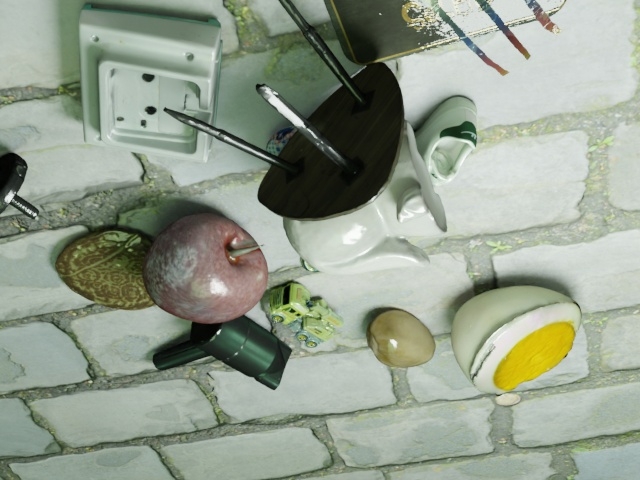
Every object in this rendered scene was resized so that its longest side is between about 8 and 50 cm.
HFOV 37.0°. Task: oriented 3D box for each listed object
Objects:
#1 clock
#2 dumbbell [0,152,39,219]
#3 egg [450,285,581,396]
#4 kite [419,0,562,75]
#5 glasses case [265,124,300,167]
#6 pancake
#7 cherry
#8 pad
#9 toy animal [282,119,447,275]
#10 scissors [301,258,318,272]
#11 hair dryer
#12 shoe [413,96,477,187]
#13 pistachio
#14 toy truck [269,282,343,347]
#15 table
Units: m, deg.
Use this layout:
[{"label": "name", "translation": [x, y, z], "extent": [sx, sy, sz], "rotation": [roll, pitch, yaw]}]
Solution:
[{"label": "clock", "translation": [-0.286, -0.245, 1.589], "extent": [0.231, 0.116, 0.262], "rotation": [6, 136, -6]}, {"label": "dumbbell", "translation": [-0.631, -0.133, 1.688], "extent": [0.143, 0.143, 0.325], "rotation": [-28, 131, 27]}, {"label": "egg", "translation": [0.404, 0.182, 2.028], "extent": [0.286, 0.174, 0.264], "rotation": [-21, 140, -13]}, {"label": "kite", "translation": [0.198, -0.399, 1.412], "extent": [0.360, 0.022, 0.204], "rotation": [40, 127, -13]}, {"label": "glasses case", "translation": [0.023, -0.097, 1.777], "extent": [0.125, 0.076, 0.327], "rotation": [-25, 132, 21]}, {"label": "pancake", "translation": [-0.424, 0.066, 1.988], "extent": [0.249, 0.031, 0.250], "rotation": [0, 137, 0]}, {"label": "cherry", "translation": [-0.221, 0.057, 1.848], "extent": [0.285, 0.213, 0.236], "rotation": [-19, 127, 32]}, {"label": "pad", "translation": [0.199, -0.365, 1.497], "extent": [0.375, 0.063, 0.315], "rotation": [-13, 136, 15]}, {"label": "toy animal", "translation": [0.061, -0.055, 1.625], "extent": [0.264, 0.206, 0.272], "rotation": [-18, 118, 13]}, {"label": "scissors", "translation": [0.000, 0.000, 1.925], "extent": [0.133, 0.020, 0.187], "rotation": [-12, 138, 19]}, {"label": "hair dryer", "translation": [-0.236, 0.262, 2.168], "extent": [0.302, 0.116, 0.244], "rotation": [-20, 135, 36]}, {"label": "shoe", "translation": [0.191, -0.135, 1.715], "extent": [0.095, 0.110, 0.265], "rotation": [18, 132, -20]}, {"label": "pistachio", "translation": [0.178, 0.222, 2.115], "extent": [0.185, 0.126, 0.108], "rotation": [30, 172, -33]}, {"label": "toy truck", "translation": [-0.026, 0.157, 2.056], "extent": [0.100, 0.077, 0.169], "rotation": [-26, 130, 29]}, {"label": "table", "translation": [-0.043, -0.200, 1.460], "extent": [0.317, 0.317, 0.249], "rotation": [-30, 129, 29]}]
